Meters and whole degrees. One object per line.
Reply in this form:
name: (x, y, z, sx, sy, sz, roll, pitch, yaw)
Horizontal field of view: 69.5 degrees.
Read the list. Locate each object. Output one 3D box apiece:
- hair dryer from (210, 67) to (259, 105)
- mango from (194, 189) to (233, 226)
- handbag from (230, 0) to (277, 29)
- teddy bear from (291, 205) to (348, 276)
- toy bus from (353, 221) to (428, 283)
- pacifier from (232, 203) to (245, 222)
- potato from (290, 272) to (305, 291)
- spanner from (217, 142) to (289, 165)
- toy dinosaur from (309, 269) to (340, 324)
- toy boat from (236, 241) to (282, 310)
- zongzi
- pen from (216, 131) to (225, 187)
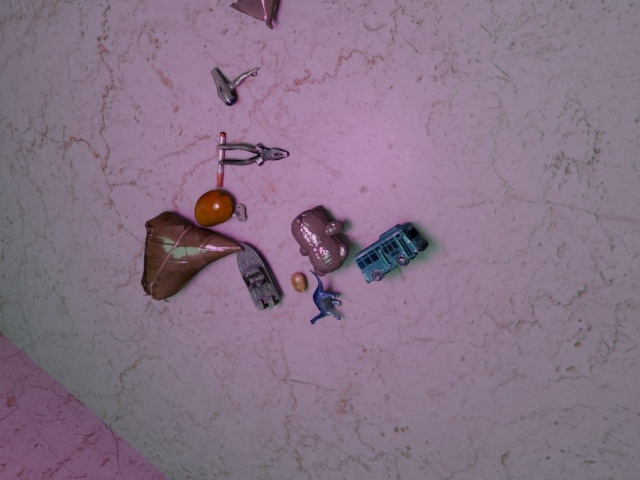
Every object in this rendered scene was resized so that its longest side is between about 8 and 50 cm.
hair dryer: (-0.358, -0.663, 1.853, 0.167, 0.067, 0.199, 48, 109, 10)
mango: (-0.478, -0.140, 2.038, 0.221, 0.120, 0.152, -16, 101, 36)
handbag: (-0.217, -0.928, 1.657, 0.182, 0.117, 0.271, 21, 115, 3)
teddy bear: (-0.001, -0.001, 1.840, 0.267, 0.151, 0.236, 50, 122, 4)
toy bus: (0.263, 0.043, 1.745, 0.256, 0.128, 0.147, -35, 88, 32)
pacifier: (-0.365, -0.116, 2.023, 0.068, 0.064, 0.083, 8, 109, 32)
potato: (-0.095, 0.181, 1.997, 0.068, 0.062, 0.083, -20, 73, 57)
spanner: (-0.283, -0.354, 1.913, 0.324, 0.040, 0.096, 3, 112, 19)
toy dinosaur: (0.024, 0.256, 1.949, 0.144, 0.076, 0.329, 10, 132, 12)
toy boat: (-0.290, 0.152, 2.060, 0.141, 0.092, 0.320, -22, 95, 28)
zongzi: (-0.612, 0.167, 2.144, 0.466, 0.218, 0.500, 23, 115, 17)
pen: (-0.431, -0.348, 1.999, 0.028, 0.028, 0.239, 17, 112, 20)
